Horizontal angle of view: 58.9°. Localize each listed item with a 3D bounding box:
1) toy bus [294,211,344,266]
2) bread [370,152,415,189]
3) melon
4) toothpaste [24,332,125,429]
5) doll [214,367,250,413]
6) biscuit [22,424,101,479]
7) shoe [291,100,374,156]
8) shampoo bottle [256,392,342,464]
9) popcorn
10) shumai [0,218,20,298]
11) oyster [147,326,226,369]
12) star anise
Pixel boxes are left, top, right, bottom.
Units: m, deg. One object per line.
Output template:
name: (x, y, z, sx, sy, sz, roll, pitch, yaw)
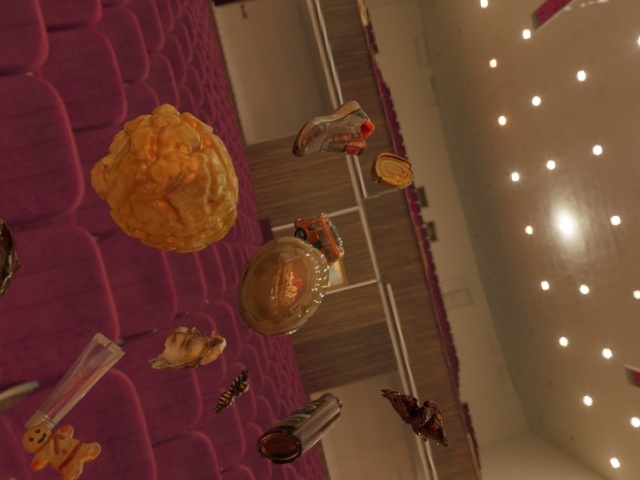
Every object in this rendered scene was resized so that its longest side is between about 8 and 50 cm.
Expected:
toy bus: (0.000, 0.000, 2.063, 0.209, 0.136, 0.126, 65, 17, -3)
bread: (0.252, -0.237, 1.973, 0.064, 0.157, 0.117, 115, -4, -71)
melon: (-0.124, 0.146, 1.757, 0.269, 0.330, 0.268, 33, 6, -4)
toothpaste: (-0.836, 0.491, 1.928, 0.125, 0.371, 0.080, 33, -25, 6)
doll: (-0.366, 0.638, 2.396, 0.067, 0.219, 0.091, 41, -6, -15)
biscuit: (-0.788, 0.623, 1.691, 0.153, 0.235, 0.030, -52, 157, -41)
shoe: (0.060, -0.324, 1.839, 0.171, 0.336, 0.132, 42, -38, 14)
shampoo bottle: (-0.033, 0.473, 1.462, 0.323, 0.129, 0.083, -7, 83, -65)
popcorn: (-0.389, -0.142, 1.492, 0.389, 0.344, 0.354, 62, -20, -18)
shumai: (-0.801, 0.064, 1.151, 0.397, 0.324, 0.323, -58, 134, -53)
oyster: (-0.520, 0.429, 2.204, 0.271, 0.275, 0.100, 35, -14, 41)
star anise: (0.298, 0.515, 1.712, 0.272, 0.102, 0.272, 41, -17, 15)
